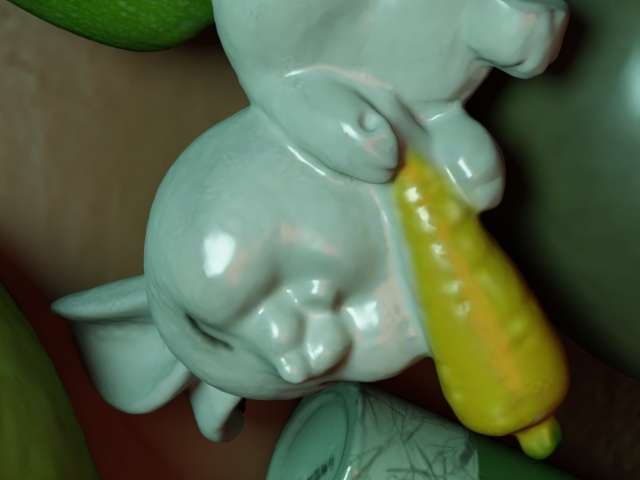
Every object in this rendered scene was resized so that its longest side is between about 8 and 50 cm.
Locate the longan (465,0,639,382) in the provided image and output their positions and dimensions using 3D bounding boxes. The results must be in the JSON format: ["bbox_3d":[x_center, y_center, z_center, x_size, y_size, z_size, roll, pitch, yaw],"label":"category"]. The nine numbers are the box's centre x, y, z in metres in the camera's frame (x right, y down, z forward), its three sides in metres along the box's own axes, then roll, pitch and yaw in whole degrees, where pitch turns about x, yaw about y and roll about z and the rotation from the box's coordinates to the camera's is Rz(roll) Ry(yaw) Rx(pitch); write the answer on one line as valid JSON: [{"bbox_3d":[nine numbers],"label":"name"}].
[{"bbox_3d":[0.121,-0.048,0.536,0.159,0.204,0.185,-31,153,33],"label":"longan"}]

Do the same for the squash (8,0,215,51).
[{"bbox_3d":[-0.120,-0.145,0.454,0.082,0.082,0.292,-48,118,-2],"label":"squash"}]

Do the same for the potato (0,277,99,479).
[{"bbox_3d":[-0.177,0.120,0.443,0.280,0.213,0.330,-27,112,-10],"label":"potato"}]

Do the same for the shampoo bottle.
[{"bbox_3d":[0.079,0.110,0.609,0.204,0.065,0.065,25,94,-22],"label":"shampoo bottle"}]

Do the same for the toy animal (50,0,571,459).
[{"bbox_3d":[0.000,0.000,0.496,0.131,0.127,0.182,14,113,-11],"label":"toy animal"}]
